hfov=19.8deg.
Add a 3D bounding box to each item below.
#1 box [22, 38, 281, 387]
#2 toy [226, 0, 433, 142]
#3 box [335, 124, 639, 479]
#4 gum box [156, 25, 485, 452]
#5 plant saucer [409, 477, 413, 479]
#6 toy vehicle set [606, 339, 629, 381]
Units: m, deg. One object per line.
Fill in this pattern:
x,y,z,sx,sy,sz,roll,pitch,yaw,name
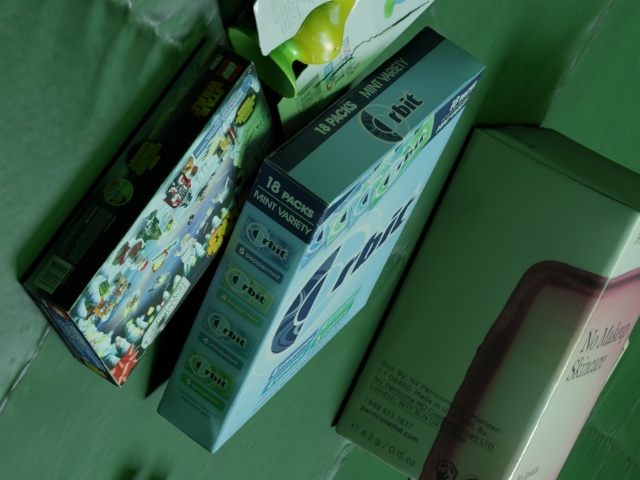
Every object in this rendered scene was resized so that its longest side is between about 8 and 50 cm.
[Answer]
-0.069,-0.010,0.812,0.137,0.027,0.094,-55,160,-15,box
0.042,-0.165,0.830,0.237,0.056,0.137,-50,162,-14,toy
0.133,0.052,1.237,0.148,0.127,0.232,-9,126,-65,box
0.000,0.000,0.922,0.157,0.041,0.184,-42,162,-47,gum box
0.099,0.170,1.484,0.083,0.013,0.083,-49,158,-28,plant saucer
0.201,0.180,1.710,0.267,0.035,0.166,-58,160,-7,toy vehicle set
